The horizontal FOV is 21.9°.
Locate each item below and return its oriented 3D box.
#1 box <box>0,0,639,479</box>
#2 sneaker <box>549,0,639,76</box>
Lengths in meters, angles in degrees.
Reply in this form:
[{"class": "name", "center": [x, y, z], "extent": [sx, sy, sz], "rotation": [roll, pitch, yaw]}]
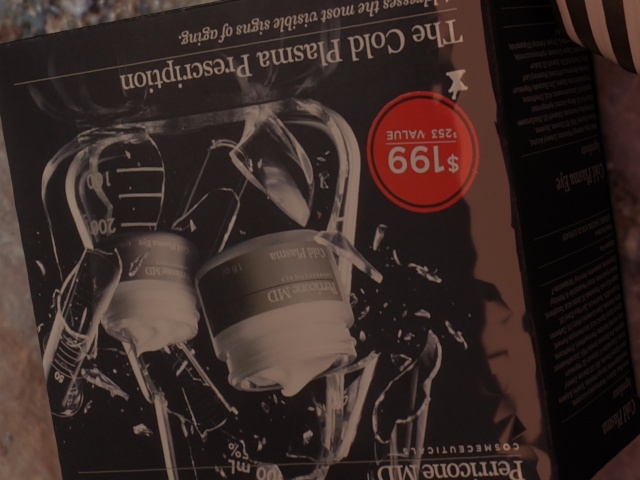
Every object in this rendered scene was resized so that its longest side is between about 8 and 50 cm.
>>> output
[{"class": "box", "center": [0.000, 0.000, 1.044], "extent": [0.343, 0.179, 0.312], "rotation": [-7, 96, 28]}, {"class": "sneaker", "center": [0.236, -0.285, 0.860], "extent": [0.257, 0.169, 0.447], "rotation": [20, 109, 9]}]
